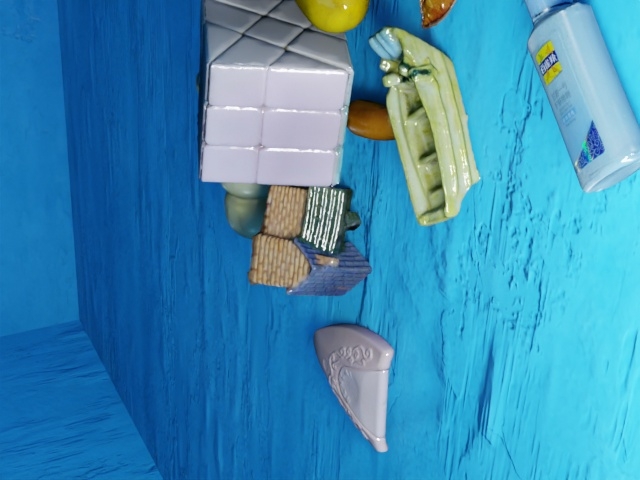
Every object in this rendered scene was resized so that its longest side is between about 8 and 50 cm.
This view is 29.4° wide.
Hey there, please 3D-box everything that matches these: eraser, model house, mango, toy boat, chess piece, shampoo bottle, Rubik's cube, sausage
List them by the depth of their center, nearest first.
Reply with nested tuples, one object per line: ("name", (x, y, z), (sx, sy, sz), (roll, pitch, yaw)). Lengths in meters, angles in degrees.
("shampoo bottle", (0.285, -0.188, 1.361), (0.104, 0.061, 0.258), (132, 123, -63))
("toy boat", (0.147, -0.163, 1.674), (0.111, 0.084, 0.276), (-21, 85, 64))
("mango", (-0.011, -0.443, 1.805), (0.195, 0.142, 0.332), (84, 170, -74))
("sausage", (0.085, -0.179, 1.839), (0.062, 0.054, 0.183), (43, 170, -29))
("Rubik's cube", (-0.079, -0.234, 1.907), (0.231, 0.221, 0.225), (-99, 13, -51))
("model house", (0.000, 0.000, 2.020), (0.172, 0.166, 0.183), (9, 94, 50))
("eraser", (0.047, 0.226, 2.112), (0.243, 0.059, 0.204), (38, 135, 51))
("chess piece", (-0.120, -0.154, 2.207), (0.182, 0.182, 0.330), (46, 147, 52))

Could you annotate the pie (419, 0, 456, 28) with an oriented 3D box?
("pie", (0.150, -0.375, 1.607), (0.088, 0.033, 0.191), (7, 112, 46))
